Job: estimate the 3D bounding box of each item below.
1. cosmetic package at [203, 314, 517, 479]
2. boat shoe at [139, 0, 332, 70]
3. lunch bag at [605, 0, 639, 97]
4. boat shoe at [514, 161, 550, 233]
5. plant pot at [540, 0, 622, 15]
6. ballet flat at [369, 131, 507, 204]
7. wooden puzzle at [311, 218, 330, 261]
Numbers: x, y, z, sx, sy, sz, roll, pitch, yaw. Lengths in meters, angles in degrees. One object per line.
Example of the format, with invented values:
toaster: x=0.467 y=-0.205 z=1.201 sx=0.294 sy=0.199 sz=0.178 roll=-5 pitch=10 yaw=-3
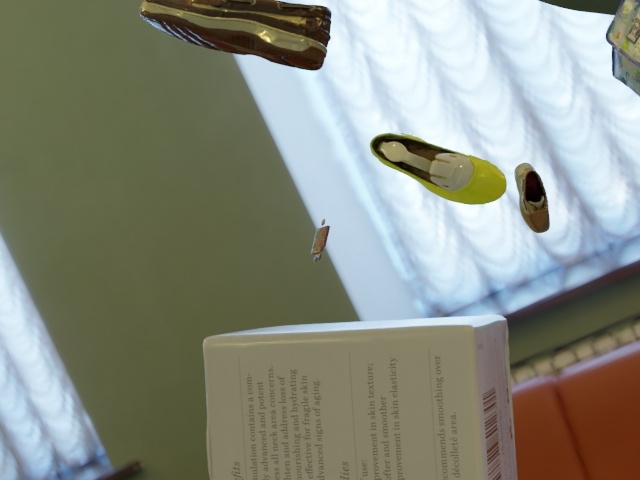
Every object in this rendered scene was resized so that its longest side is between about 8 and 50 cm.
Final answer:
cosmetic package: x=0.071 y=0.284 z=1.723 sx=0.393 sy=0.330 sz=0.327 roll=-4 pitch=-2 yaw=17
boat shoe: x=-0.106 y=-0.298 z=1.534 sx=0.257 sy=0.095 sz=0.095 roll=16 pitch=-5 yaw=7
lunch bag: x=0.518 y=-0.302 z=1.834 sx=0.096 sy=0.151 sz=0.129 roll=-20 pitch=39 yaw=-11
boat shoe: x=0.377 y=-0.070 z=2.062 sx=0.050 sy=0.135 sz=0.045 roll=-24 pitch=19 yaw=-4
plant pot: x=0.469 y=-0.524 z=2.121 sx=0.234 sy=0.166 sz=0.165 roll=8 pitch=-29 yaw=23
ballet flat: x=0.169 y=-0.112 z=1.763 sx=0.231 sy=0.077 sz=0.077 roll=25 pitch=5 yaw=33
wooden puzzle: x=0.000 y=0.000 z=2.122 sx=0.006 sy=0.083 sz=0.049 roll=19 pitch=-14 yaw=-21
